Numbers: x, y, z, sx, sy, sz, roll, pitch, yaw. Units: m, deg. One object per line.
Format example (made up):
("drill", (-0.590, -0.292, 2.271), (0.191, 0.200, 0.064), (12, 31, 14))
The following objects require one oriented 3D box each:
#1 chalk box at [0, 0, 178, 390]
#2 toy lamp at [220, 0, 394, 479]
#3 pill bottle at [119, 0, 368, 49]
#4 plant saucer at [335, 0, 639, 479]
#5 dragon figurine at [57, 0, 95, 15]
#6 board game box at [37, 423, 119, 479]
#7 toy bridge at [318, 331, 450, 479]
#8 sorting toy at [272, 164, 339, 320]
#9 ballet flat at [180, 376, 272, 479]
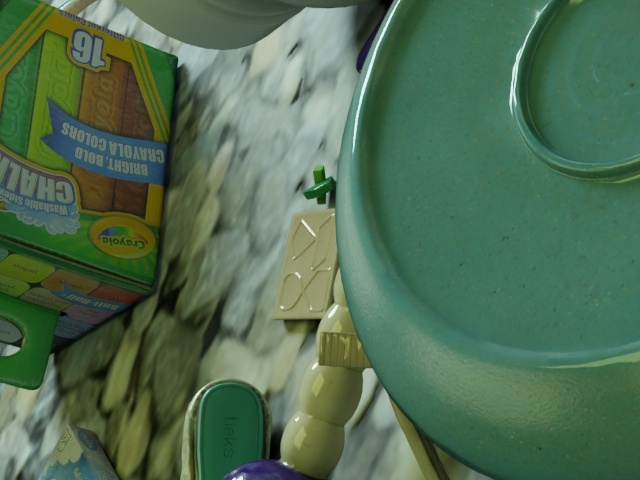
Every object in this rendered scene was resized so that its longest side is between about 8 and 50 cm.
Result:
("chalk box", (-0.180, -0.019, 1.144), (0.132, 0.132, 0.213), (-31, 49, 46))
("toy lamp", (0.026, 0.002, 0.858), (0.080, 0.080, 0.274), (22, 91, 59))
("pill bottle", (0.025, -0.227, 0.891), (0.334, 0.188, 0.188), (-34, 45, 45))
("plant saucer", (0.123, -0.061, 0.698), (0.318, 0.044, 0.317), (-23, 50, 30))
("dragon figurine", (-0.243, -0.093, 1.332), (0.289, 0.085, 0.144), (-59, 32, 19))
("board game box", (-0.145, 0.165, 1.084), (0.090, 0.020, 0.090), (-61, 31, 11))
("toy bridge", (0.027, 0.126, 0.794), (0.063, 0.026, 0.188), (3, 87, 17))
("sorting toy", (0.000, 0.000, 0.962), (0.062, 0.012, 0.083), (-8, 69, 61))
("ballet flat", (-0.048, 0.149, 0.924), (0.052, 0.057, 0.168), (108, 170, -62))
